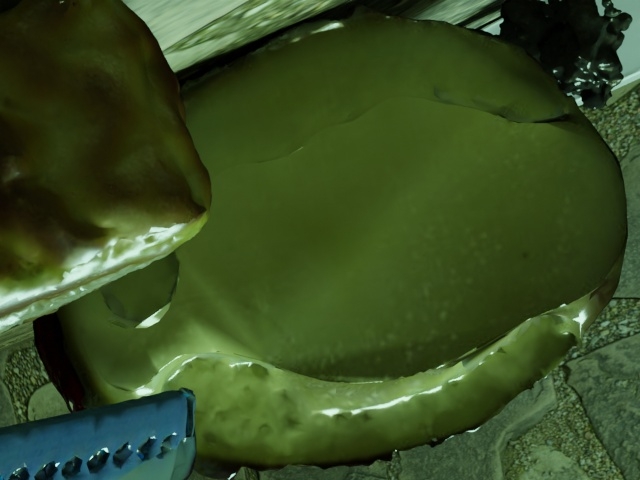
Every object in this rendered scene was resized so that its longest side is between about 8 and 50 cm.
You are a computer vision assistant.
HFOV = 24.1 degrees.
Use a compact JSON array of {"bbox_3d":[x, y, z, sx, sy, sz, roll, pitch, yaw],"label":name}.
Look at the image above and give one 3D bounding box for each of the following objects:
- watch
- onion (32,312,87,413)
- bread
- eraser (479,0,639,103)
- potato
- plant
[{"bbox_3d":[-0.223,0.104,0.584,0.276,0.068,0.274,-2,-178,18],"label":"watch"},{"bbox_3d":[-0.113,0.055,1.104,0.207,0.216,0.206,-10,-174,-20],"label":"onion"},{"bbox_3d":[-0.144,-0.002,0.493,0.222,0.096,0.181,-23,-179,-16],"label":"bread"},{"bbox_3d":[0.180,-0.136,1.027,0.298,0.076,0.078,-24,178,38],"label":"eraser"},{"bbox_3d":[0.000,0.000,0.805,0.285,0.242,0.242,-30,179,-3],"label":"potato"},{"bbox_3d":[0.117,-0.111,0.963,0.174,0.085,0.087,-13,-156,26],"label":"plant"}]
